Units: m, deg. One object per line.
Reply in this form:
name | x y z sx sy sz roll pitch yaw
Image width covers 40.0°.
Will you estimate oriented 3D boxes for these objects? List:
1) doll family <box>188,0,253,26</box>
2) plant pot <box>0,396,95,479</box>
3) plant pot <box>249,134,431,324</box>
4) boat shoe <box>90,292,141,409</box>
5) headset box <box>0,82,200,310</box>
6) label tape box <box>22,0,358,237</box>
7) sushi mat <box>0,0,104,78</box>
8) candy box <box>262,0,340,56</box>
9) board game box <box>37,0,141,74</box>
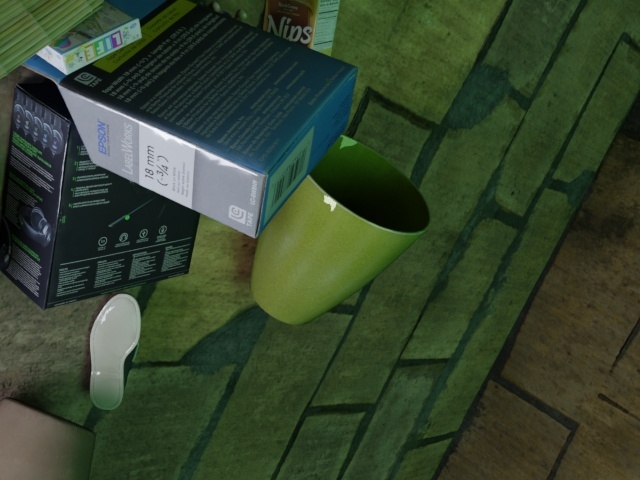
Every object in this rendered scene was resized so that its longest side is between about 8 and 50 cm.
doll family | -0.155 -0.276 1.211 0.193 0.076 0.111 48 52 -22
plant pot | -0.439 0.362 1.283 0.229 0.263 0.263 -67 150 -16
plant pot | 0.000 0.000 1.557 0.275 0.275 0.293 -7 139 -51
boat shoe | -0.332 0.171 1.426 0.065 0.075 0.206 -97 -161 -71
headset box | -0.284 -0.080 1.187 0.246 0.131 0.283 -15 129 -46
label tape box | -0.158 -0.172 1.056 0.240 0.334 0.106 -53 163 -42
sushi mat | -0.375 -0.222 0.892 0.316 0.151 0.019 -51 -172 -36
candy box | -0.037 -0.301 1.350 0.053 0.109 0.186 -22 133 -43
board game box | -0.293 -0.251 1.005 0.103 0.154 0.026 -36 145 -30
